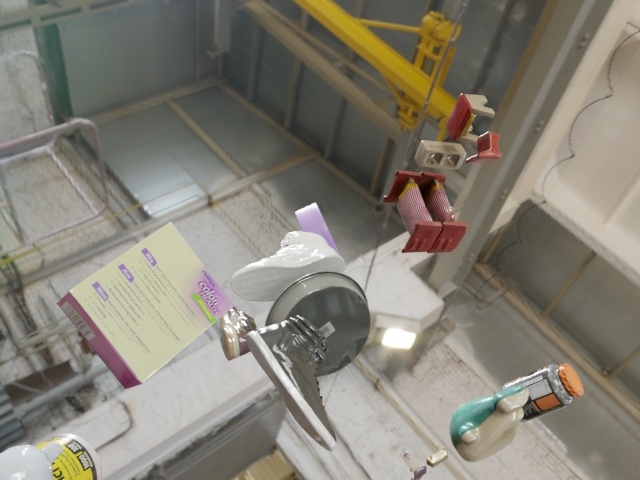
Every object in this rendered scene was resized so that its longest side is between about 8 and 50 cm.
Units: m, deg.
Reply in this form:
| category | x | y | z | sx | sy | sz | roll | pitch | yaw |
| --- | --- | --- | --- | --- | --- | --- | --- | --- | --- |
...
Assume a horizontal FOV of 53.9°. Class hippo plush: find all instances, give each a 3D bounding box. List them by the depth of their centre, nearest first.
| category | x | y | z | sx | sy | sz | roll | pitch | yaw |
| --- | --- | --- | --- | --- | --- | --- | --- | --- | --- |
| hippo plush | -0.494 | 0.456 | 0.985 | 0.294 | 0.234 | 0.236 | -40 | -109 | 32 |

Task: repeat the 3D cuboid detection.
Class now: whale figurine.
| category | x | y | z | sx | sy | sz | roll | pitch | yaw |
| --- | --- | --- | --- | --- | --- | --- | --- | --- | --- |
| whale figurine | 0.432 | 0.454 | 1.631 | 0.141 | 0.216 | 0.272 | 54 | -37 | 37 |

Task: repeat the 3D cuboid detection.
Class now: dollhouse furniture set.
| category | x | y | z | sx | sy | sz | roll | pitch | yaw |
| --- | --- | --- | --- | --- | --- | --- | --- | --- | --- |
| dollhouse furniture set | 0.306 | -0.161 | 1.581 | 0.374 | 0.152 | 0.201 | 110 | -27 | -44 |
| dollhouse furniture set | 0.271 | 0.568 | 1.649 | 0.081 | 0.114 | 0.091 | 50 | -21 | 41 |

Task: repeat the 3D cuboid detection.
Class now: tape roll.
| category | x | y | z | sx | sy | sz | roll | pitch | yaw |
| --- | --- | --- | --- | --- | --- | --- | --- | --- | --- |
| tape roll | 0.000 | 0.000 | 2.352 | 0.275 | 0.090 | 0.274 | -24 | 90 | -88 |

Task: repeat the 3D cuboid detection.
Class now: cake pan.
| category | x | y | z | sx | sy | sz | roll | pitch | yaw |
| --- | --- | --- | --- | --- | --- | --- | --- | --- | --- |
| cake pan | 0.003 | 0.220 | 1.583 | 0.054 | 0.293 | 0.293 | 38 | -35 | 59 |

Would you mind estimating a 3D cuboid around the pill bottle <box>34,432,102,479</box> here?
| category | x | y | z | sx | sy | sz | roll | pitch | yaw |
| --- | --- | --- | --- | --- | --- | --- | --- | --- | --- |
| pill bottle | -0.676 | 0.587 | 1.430 | 0.188 | 0.334 | 0.187 | 3 | -83 | 21 |

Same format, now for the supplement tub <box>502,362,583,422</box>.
| category | x | y | z | sx | sy | sz | roll | pitch | yaw |
| --- | --- | --- | --- | --- | --- | --- | --- | --- | --- |
| supplement tub | 0.604 | 0.412 | 1.710 | 0.190 | 0.117 | 0.117 | -34 | -95 | 31 |

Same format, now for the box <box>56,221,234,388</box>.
| category | x | y | z | sx | sy | sz | roll | pitch | yaw |
| --- | --- | --- | --- | --- | --- | --- | --- | --- | --- |
| box | -0.335 | 0.125 | 1.223 | 0.213 | 0.243 | 0.117 | 54 | -35 | -7 |

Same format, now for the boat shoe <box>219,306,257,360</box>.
| category | x | y | z | sx | sy | sz | roll | pitch | yaw |
| --- | --- | --- | --- | --- | --- | --- | --- | --- | --- |
| boat shoe | -0.207 | 0.229 | 1.592 | 0.285 | 0.092 | 0.102 | -150 | -120 | -76 |

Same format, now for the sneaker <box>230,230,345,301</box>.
| category | x | y | z | sx | sy | sz | roll | pitch | yaw |
| --- | --- | --- | --- | --- | --- | --- | --- | --- | --- |
| sneaker | -0.102 | 0.062 | 1.641 | 0.169 | 0.293 | 0.108 | -126 | -150 | -57 |

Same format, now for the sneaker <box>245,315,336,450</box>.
| category | x | y | z | sx | sy | sz | roll | pitch | yaw |
| --- | --- | --- | --- | --- | --- | --- | --- | --- | --- |
| sneaker | -0.018 | 0.284 | 1.322 | 0.295 | 0.147 | 0.104 | 55 | -25 | 12 |
